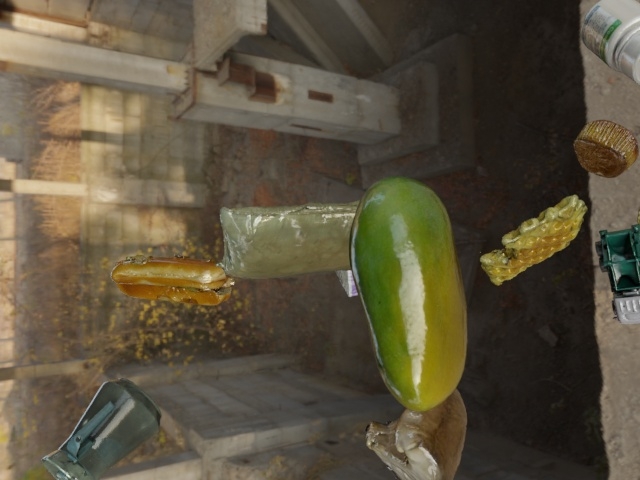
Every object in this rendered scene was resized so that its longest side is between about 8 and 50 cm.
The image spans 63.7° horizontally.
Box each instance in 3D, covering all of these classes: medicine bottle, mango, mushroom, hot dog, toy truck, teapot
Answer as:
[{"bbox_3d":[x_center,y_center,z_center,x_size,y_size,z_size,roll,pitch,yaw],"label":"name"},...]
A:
[{"bbox_3d":[0.712,-0.456,1.178,0.237,0.138,0.139,-99,28,-46],"label":"medicine bottle"},{"bbox_3d":[0.073,0.039,0.424,0.085,0.122,0.191,-8,74,18],"label":"mango"},{"bbox_3d":[0.298,0.497,1.348,0.224,0.314,0.397,43,165,6],"label":"mushroom"},{"bbox_3d":[-0.295,0.073,1.013,0.109,0.269,0.072,81,-161,-49],"label":"hot dog"},{"bbox_3d":[0.684,0.078,1.148,0.110,0.116,0.216,-12,87,35],"label":"toy truck"},{"bbox_3d":[-0.478,0.428,1.135,0.170,0.225,0.203,30,137,10],"label":"teapot"}]

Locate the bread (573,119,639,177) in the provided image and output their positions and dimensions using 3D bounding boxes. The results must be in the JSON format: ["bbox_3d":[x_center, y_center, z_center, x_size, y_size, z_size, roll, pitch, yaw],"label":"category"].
[{"bbox_3d":[0.404,-0.132,0.725,0.053,0.085,0.085,-48,34,-9],"label":"bread"}]

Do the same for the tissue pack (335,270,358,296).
[{"bbox_3d":[0.209,0.037,1.735,0.242,0.337,0.160,-119,20,-56],"label":"tissue pack"}]

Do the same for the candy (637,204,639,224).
[{"bbox_3d":[0.939,-0.106,1.430,0.094,0.106,0.199,16,120,22],"label":"candy"}]

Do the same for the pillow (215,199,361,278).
[{"bbox_3d":[0.000,0.000,0.741,0.185,0.302,0.075,107,157,-60],"label":"pillow"}]

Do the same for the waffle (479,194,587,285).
[{"bbox_3d":[0.469,0.005,1.129,0.249,0.261,0.056,-31,59,8],"label":"waffle"}]
